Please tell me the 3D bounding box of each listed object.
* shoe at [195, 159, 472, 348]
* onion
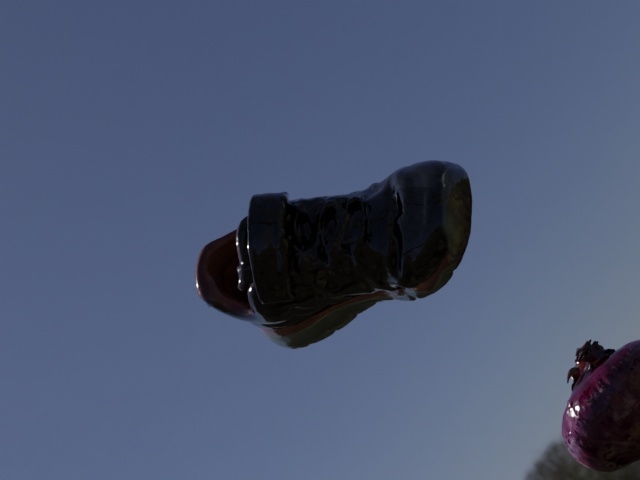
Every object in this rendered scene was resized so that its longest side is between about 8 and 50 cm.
[{"bbox_3d":[0.000,0.000,1.010,0.137,0.114,0.291,19,-31,-34],"label":"shoe"},{"bbox_3d":[0.232,0.123,0.981,0.115,0.104,0.115,-32,-22,-15],"label":"onion"}]
